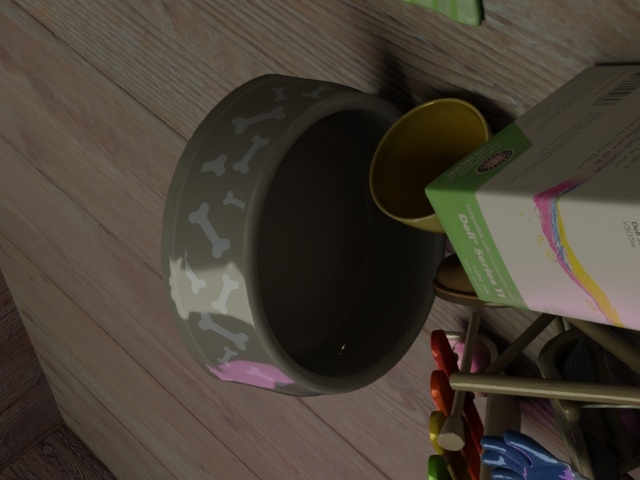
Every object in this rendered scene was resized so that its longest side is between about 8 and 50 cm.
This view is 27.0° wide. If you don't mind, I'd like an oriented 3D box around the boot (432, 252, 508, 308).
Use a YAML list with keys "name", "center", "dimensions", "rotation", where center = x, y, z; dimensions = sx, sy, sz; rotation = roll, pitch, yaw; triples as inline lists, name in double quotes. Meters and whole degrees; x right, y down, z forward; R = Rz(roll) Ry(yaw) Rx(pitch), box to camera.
- name: "boot"
  center: [0.213, 0.006, 1.295]
  dimensions: [0.305, 0.112, 0.115]
  rotation: [-6, 101, 58]

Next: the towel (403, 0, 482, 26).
- name: "towel"
  center: [0.091, -0.268, 1.195]
  dimensions: [0.113, 0.023, 0.152]
  rotation: [32, 149, 42]

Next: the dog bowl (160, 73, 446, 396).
- name: "dog bowl"
  center: [0.000, 0.000, 1.373]
  dimensions: [0.102, 0.349, 0.348]
  rotation: [6, 131, 43]

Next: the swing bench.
- name: "swing bench"
  center: [0.300, 0.213, 1.329]
  dimensions: [0.255, 0.165, 0.253]
  rotation: [18, 139, 45]

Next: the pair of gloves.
- name: "pair of gloves"
  center: [0.232, 0.268, 1.295]
  dimensions: [0.159, 0.023, 0.198]
  rotation: [21, 142, 44]

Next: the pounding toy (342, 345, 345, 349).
- name: "pounding toy"
  center: [0.036, 0.064, 1.676]
  dimensions: [0.130, 0.100, 0.141]
  rotation: [46, 156, 17]

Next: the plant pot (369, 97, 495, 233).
- name: "plant pot"
  center: [0.130, -0.060, 1.316]
  dimensions: [0.134, 0.134, 0.095]
  rotation: [27, 174, 45]

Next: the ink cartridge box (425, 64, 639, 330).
- name: "ink cartridge box"
  center: [0.269, -0.034, 0.962]
  dimensions: [0.353, 0.207, 0.119]
  rotation: [9, 131, 59]

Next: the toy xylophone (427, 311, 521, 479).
- name: "toy xylophone"
  center: [0.160, 0.222, 1.489]
  dimensions: [0.081, 0.322, 0.236]
  rotation: [-8, 124, 20]
